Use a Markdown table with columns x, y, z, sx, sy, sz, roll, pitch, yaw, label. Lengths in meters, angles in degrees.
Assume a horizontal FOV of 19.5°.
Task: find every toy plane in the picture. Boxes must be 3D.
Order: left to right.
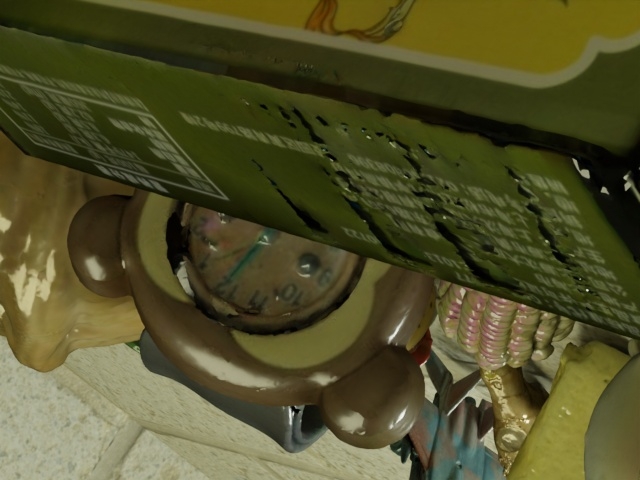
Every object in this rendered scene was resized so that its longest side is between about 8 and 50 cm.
| x | y | z | sx | sy | sz | roll | pitch | yaw | label |
| --- | --- | --- | --- | --- | --- | --- | --- | --- | --- |
| 0.130 | 0.270 | 2.016 | 0.223 | 0.326 | 0.104 | 40 | 139 | -21 | toy plane |

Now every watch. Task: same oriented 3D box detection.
| x | y | z | sx | sy | sz | roll | pitch | yaw | label |
| --- | --- | --- | --- | --- | --- | --- | --- | --- | --- |
| 0.000 | 0.000 | 1.555 | 0.314 | 0.335 | 0.327 | 29 | 178 | 12 | watch |

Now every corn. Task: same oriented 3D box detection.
| x | y | z | sx | sy | sz | roll | pitch | yaw | label |
| --- | --- | --- | --- | --- | --- | --- | --- | --- | --- |
| 0.172 | 0.010 | 1.549 | 0.127 | 0.126 | 0.335 | 31 | 159 | 8 | corn |

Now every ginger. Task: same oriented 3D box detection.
| x | y | z | sx | sy | sz | roll | pitch | yaw | label |
| --- | --- | --- | --- | --- | --- | --- | --- | --- | --- |
| 0.214 | 0.173 | 1.982 | 0.067 | 0.096 | 0.165 | 7 | 120 | 36 | ginger |

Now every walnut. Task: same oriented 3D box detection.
| x | y | z | sx | sy | sz | roll | pitch | yaw | label |
| --- | --- | --- | --- | --- | --- | --- | --- | --- | --- |
| -0.241 | -0.057 | 1.731 | 0.381 | 0.381 | 0.381 | 30 | 163 | 10 | walnut |

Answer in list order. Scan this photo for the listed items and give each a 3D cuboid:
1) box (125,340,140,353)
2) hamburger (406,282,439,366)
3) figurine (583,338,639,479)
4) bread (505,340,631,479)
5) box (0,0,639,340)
| x | y | z | sx | sy | sz | roll | pitch | yaw | label |
| --- | --- | --- | --- | --- | --- | --- | --- | --- | --- |
| -0.127 | 0.037 | 2.045 | 0.329 | 0.177 | 0.253 | 14 | 156 | 42 | box |
| 0.042 | 0.064 | 1.857 | 0.175 | 0.175 | 0.137 | 32 | 148 | 4 | hamburger |
| 0.326 | 0.121 | 1.520 | 0.274 | 0.227 | 0.394 | 59 | 161 | 14 | figurine |
| 0.344 | 0.205 | 1.839 | 0.263 | 0.198 | 0.236 | 31 | -164 | 12 | bread |
| 0.066 | -0.177 | 0.778 | 0.420 | 0.373 | 0.138 | 17 | 156 | 41 | box |
